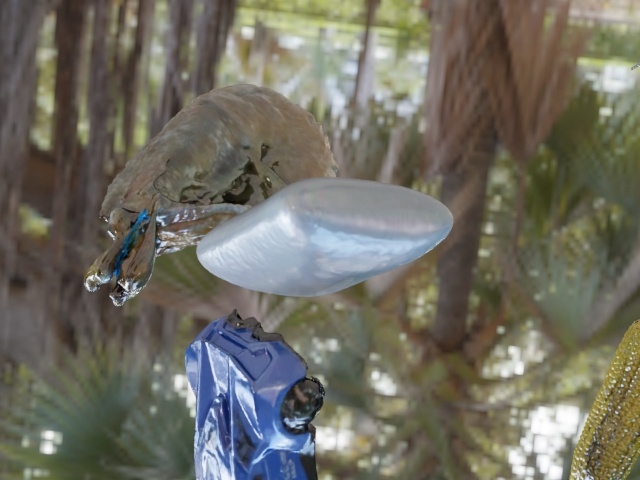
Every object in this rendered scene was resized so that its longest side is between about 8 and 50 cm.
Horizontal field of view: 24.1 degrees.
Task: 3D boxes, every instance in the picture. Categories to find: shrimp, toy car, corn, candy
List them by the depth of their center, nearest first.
[{"bbox_3d":[-0.043,0.151,0.965,0.063,0.216,0.103,-19,-154,-32],"label":"toy car"},{"bbox_3d":[0.000,0.000,1.122,0.138,0.071,0.174,6,165,-28],"label":"candy"},{"bbox_3d":[0.318,0.178,1.566,0.072,0.203,0.072,23,-176,-2],"label":"corn"},{"bbox_3d":[-0.126,-0.050,1.770,0.221,0.110,0.445,42,-137,4],"label":"shrimp"}]

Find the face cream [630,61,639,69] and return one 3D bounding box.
[{"bbox_3d":[0.430,-0.224,1.530,0.224,0.070,0.114,-19,177,-21],"label":"face cream"}]
